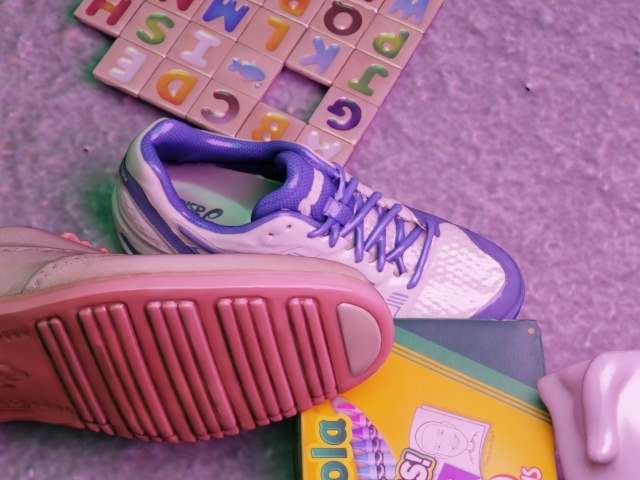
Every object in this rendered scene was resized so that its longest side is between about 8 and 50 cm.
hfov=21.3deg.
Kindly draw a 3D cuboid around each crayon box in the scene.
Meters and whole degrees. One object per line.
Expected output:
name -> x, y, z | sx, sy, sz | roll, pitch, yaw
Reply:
crayon box -> 0.067, 0.185, 1.086 | 0.165, 0.081, 0.278 | 1, 55, -5

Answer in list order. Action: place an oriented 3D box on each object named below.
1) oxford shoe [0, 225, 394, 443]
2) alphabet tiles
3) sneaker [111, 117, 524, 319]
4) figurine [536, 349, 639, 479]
oxford shoe -> -0.150, 0.039, 1.097 | 0.397, 0.140, 0.146 | -3, 41, 6
alphabet tiles -> -0.053, -0.161, 1.281 | 0.237, 0.009, 0.198 | 26, 60, 9
sneaker -> 0.000, 0.000, 1.163 | 0.296, 0.131, 0.112 | 13, 64, -1
figurine -> 0.232, 0.185, 1.081 | 0.215, 0.092, 0.209 | 13, 64, -46
